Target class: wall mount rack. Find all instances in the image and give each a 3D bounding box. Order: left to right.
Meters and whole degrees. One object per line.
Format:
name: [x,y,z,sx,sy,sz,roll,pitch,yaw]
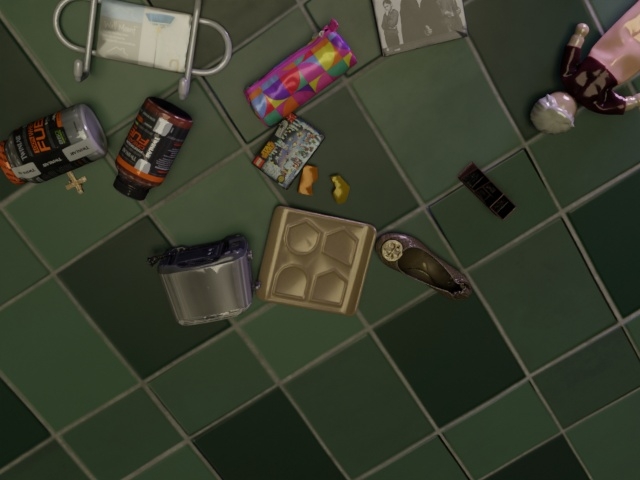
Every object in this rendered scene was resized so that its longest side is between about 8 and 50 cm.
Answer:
wall mount rack: [-0.335,-0.435,1.422,0.349,0.130,0.304,9,106,-8]

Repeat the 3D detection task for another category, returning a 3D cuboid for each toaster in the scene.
toaster: [-0.244,0.087,1.593,0.226,0.129,0.147,-11,110,2]

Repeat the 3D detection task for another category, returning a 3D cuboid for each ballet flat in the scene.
ballet flat: [0.230,0.062,1.649,0.249,0.058,0.084,32,102,-16]

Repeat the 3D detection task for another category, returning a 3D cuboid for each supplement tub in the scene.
supplement tub: [-0.531,-0.186,1.492,0.190,0.117,0.117,-22,108,3]
supplement tub: [-0.343,-0.180,1.513,0.106,0.106,0.198,27,103,-12]

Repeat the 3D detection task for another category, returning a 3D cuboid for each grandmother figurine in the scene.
grandmother figurine: [0.577,-0.343,1.538,0.342,0.104,0.208,-42,78,12]

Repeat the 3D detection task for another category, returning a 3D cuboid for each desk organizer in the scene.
desk organizer: [0.357,-0.105,1.615,0.130,0.050,0.047,42,100,-15]

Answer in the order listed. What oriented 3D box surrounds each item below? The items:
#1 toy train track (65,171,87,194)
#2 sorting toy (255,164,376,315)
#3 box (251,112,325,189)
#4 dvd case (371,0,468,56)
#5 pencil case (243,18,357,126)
toy train track: [-0.517,-0.133,1.563,0.048,0.014,0.083,-27,107,4]
sorting toy: [0.000,0.000,1.633,0.229,0.041,0.307,12,100,-10]
box: [-0.067,-0.186,1.560,0.094,0.027,0.137,37,102,3]
dvd case: [0.185,-0.502,1.490,0.179,0.029,0.239,-13,108,0]
pencil case: [-0.042,-0.329,1.493,0.236,0.104,0.104,-38,106,7]
